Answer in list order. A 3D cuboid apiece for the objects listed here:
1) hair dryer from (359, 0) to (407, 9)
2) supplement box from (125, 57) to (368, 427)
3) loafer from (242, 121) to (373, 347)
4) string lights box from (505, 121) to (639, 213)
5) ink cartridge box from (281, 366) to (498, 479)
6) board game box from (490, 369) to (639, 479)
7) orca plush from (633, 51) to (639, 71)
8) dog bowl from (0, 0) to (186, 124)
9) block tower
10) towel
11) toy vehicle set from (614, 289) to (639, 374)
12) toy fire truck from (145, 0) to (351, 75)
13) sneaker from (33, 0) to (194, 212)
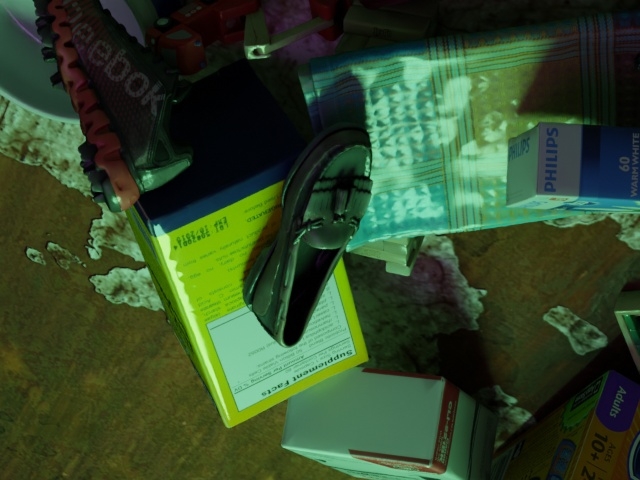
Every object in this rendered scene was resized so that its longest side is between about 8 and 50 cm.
[{"bbox_3d":[0.076,-0.332,1.517,0.224,0.080,0.293,19,145,13],"label":"hair dryer"},{"bbox_3d":[-0.098,0.008,1.806,0.194,0.195,0.356,-25,134,-10],"label":"supplement box"},{"bbox_3d":[0.000,0.000,1.635,0.096,0.084,0.267,-1,134,-31],"label":"loafer"},{"bbox_3d":[0.327,-0.068,1.565,0.260,0.076,0.133,3,176,-6],"label":"string lights box"},{"bbox_3d":[0.095,0.240,1.983,0.197,0.114,0.273,5,167,22],"label":"ink cartridge box"},{"bbox_3d":[0.372,0.445,1.927,0.356,0.356,0.356,30,148,-5],"label":"board game box"},{"bbox_3d":[0.338,-0.196,1.459,0.287,0.102,0.151,52,176,-33],"label":"orca plush"},{"bbox_3d":[-0.288,-0.263,1.752,0.265,0.104,0.265,14,138,13],"label":"dog bowl"},{"bbox_3d":[0.071,-0.113,1.741,0.097,0.091,0.335,13,137,15],"label":"block tower"},{"bbox_3d":[0.177,-0.109,1.637,0.370,0.040,0.271,-7,136,7],"label":"towel"},{"bbox_3d":[0.470,0.162,1.868,0.166,0.035,0.267,-5,130,31],"label":"toy vehicle set"},{"bbox_3d":[-0.075,-0.226,1.661,0.135,0.192,0.047,33,147,38],"label":"toy fire truck"},{"bbox_3d":[-0.210,-0.173,1.618,0.097,0.135,0.276,132,118,-80],"label":"sneaker"}]
